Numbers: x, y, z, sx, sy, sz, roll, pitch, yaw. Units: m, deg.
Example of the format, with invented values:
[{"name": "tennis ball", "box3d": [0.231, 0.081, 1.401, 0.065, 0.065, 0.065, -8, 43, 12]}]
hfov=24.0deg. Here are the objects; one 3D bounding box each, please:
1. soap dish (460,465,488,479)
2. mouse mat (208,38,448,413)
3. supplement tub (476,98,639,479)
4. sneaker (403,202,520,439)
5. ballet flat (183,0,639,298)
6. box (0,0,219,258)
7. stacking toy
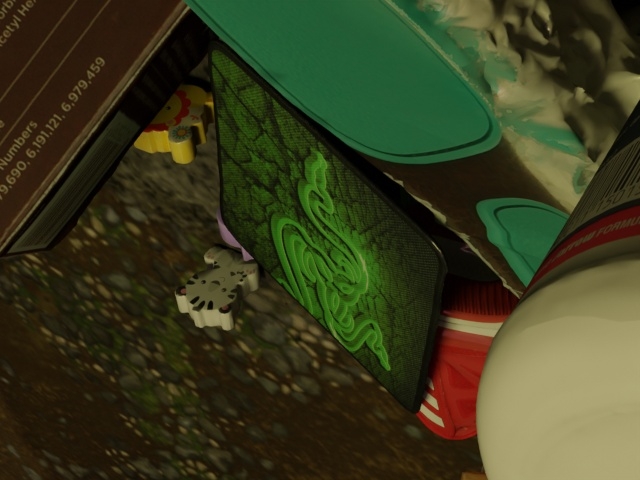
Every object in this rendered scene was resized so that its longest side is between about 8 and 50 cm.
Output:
[{"name": "soap dish", "box3d": [0.203, 0.220, 0.795, 0.291, 0.118, 0.229, 12, 148, 7]}, {"name": "mouse mat", "box3d": [0.000, 0.000, 0.717, 0.152, 0.007, 0.189, 44, 161, 19]}, {"name": "supplement tub", "box3d": [0.182, -0.006, 0.441, 0.191, 0.272, 0.191, 25, 147, 17]}, {"name": "sneaker", "box3d": [0.127, 0.061, 0.758, 0.221, 0.087, 0.128, 24, 150, 10]}, {"name": "ballet flat", "box3d": [0.083, -0.062, 0.588, 0.409, 0.147, 0.147, 43, 148, -25]}, {"name": "box", "box3d": [-0.162, -0.115, 0.667, 0.203, 0.167, 0.168, 38, 180, -3]}, {"name": "stacking toy", "box3d": [0.000, 0.007, 0.839, 0.221, 0.052, 0.167, 20, 145, 23]}]
